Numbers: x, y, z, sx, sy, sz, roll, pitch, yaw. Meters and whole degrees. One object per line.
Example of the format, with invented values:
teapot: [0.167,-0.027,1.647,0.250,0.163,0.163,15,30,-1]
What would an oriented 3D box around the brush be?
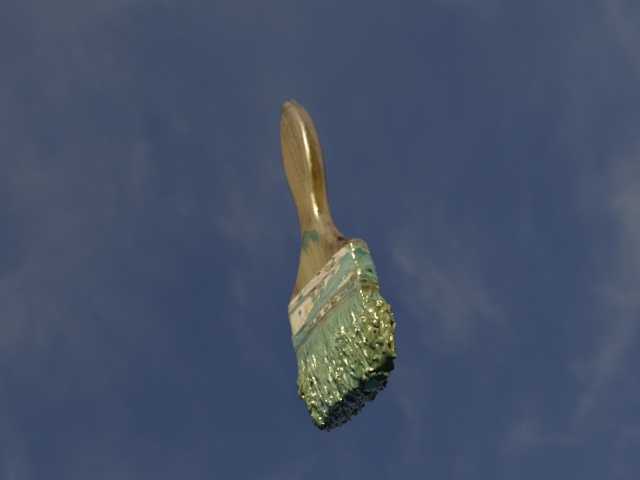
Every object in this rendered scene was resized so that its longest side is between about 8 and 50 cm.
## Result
brush: [0.000,0.000,0.665,0.021,0.196,0.070,15,-44,-30]
